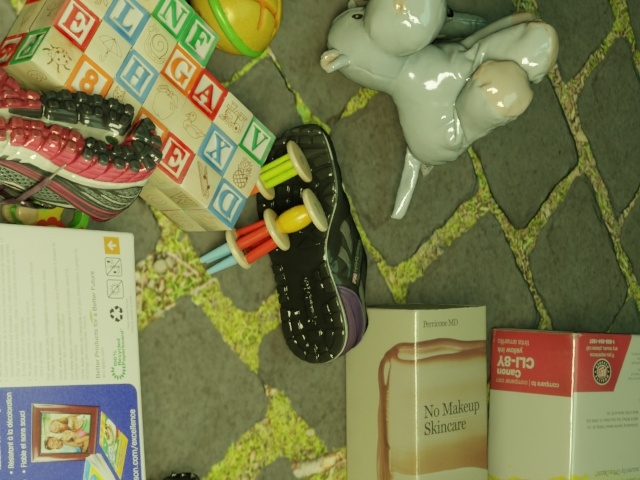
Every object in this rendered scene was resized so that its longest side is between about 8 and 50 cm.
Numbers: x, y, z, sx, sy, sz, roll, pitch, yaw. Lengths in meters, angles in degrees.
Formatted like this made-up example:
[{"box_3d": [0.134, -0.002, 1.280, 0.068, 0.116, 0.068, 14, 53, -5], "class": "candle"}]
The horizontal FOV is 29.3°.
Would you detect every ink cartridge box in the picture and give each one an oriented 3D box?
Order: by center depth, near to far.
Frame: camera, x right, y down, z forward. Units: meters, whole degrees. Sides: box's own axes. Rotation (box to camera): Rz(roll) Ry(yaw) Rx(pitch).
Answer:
[{"box_3d": [-0.301, 0.134, 1.102, 0.307, 0.072, 0.304, 4, 78, -40], "class": "ink cartridge box"}, {"box_3d": [0.385, 0.326, 1.809, 0.279, 0.160, 0.385, 7, 84, -44], "class": "ink cartridge box"}]

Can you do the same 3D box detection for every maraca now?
[{"box_3d": [-0.092, -0.278, 1.386, 0.186, 0.099, 0.127, -80, 146, -55], "class": "maraca"}]

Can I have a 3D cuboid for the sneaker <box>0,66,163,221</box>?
[{"box_3d": [-0.303, -0.088, 1.145, 0.299, 0.112, 0.121, 18, 43, -23], "class": "sneaker"}]

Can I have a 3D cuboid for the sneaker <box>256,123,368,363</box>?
[{"box_3d": [0.000, 0.000, 1.494, 0.124, 0.107, 0.283, -14, 101, -63], "class": "sneaker"}]

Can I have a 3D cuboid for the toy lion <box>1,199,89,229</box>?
[{"box_3d": [-0.274, -0.010, 1.249, 0.100, 0.034, 0.096, -41, 124, -38], "class": "toy lion"}]

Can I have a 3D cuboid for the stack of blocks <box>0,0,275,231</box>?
[{"box_3d": [-0.182, -0.160, 1.301, 0.297, 0.087, 0.171, 43, 60, -36], "class": "stack of blocks"}]

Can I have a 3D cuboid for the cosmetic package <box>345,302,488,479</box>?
[{"box_3d": [0.125, 0.230, 1.572, 0.153, 0.129, 0.296, -2, 90, -44], "class": "cosmetic package"}]

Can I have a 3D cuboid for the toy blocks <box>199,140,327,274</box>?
[{"box_3d": [-0.077, -0.033, 1.398, 0.054, 0.148, 0.123, 44, 24, -56], "class": "toy blocks"}]

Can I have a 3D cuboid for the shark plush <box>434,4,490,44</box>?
[{"box_3d": [0.159, -0.309, 1.660, 0.161, 0.067, 0.073, 24, 73, -42], "class": "shark plush"}]

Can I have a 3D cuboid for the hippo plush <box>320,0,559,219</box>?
[{"box_3d": [0.134, -0.236, 1.559, 0.236, 0.294, 0.234, 41, 45, -8], "class": "hippo plush"}]

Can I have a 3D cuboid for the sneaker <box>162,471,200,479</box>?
[{"box_3d": [-0.200, 0.333, 1.250, 0.234, 0.078, 0.106, -27, 107, -44], "class": "sneaker"}]
